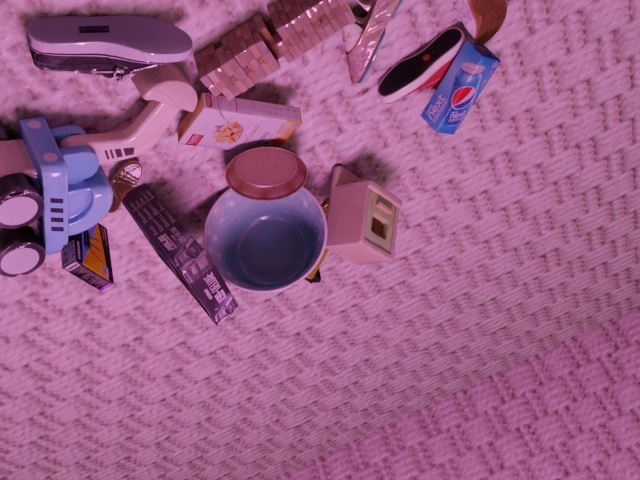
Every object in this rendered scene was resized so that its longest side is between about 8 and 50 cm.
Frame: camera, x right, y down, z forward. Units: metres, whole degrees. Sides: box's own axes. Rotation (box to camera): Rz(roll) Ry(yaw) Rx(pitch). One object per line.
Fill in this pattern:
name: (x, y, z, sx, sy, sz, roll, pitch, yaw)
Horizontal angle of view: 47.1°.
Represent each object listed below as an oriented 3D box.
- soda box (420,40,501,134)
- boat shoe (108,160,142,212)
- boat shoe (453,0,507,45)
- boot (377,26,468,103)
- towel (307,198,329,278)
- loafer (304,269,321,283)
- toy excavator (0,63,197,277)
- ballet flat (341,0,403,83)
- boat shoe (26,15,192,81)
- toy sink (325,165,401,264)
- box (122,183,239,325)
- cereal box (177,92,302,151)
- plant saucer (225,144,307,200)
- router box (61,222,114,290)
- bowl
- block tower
soda box: (0.325, -0.354, 1.716, 0.067, 0.071, 0.210, -1, 134, -38)
boat shoe: (-0.472, -0.134, 1.740, 0.056, 0.048, 0.153, 23, 118, -27)
boat shoe: (0.342, -0.528, 1.627, 0.098, 0.096, 0.277, -46, 158, 4)
boot: (0.267, -0.377, 1.773, 0.244, 0.088, 0.176, -34, 142, 9)
towel: (0.000, 0.000, 2.070, 0.102, 0.021, 0.237, 21, 104, -40)
loafer: (-0.077, 0.066, 2.142, 0.078, 0.080, 0.220, -27, 137, 22)
toy excavator: (-0.506, -0.173, 1.578, 0.445, 0.222, 0.433, -15, 143, -32)
ballet flat: (0.104, -0.487, 1.569, 0.106, 0.108, 0.316, 19, 123, -15)
boat shoe: (-0.407, -0.365, 1.439, 0.306, 0.113, 0.105, -5, 145, -16)
toy sink: (0.116, -0.073, 1.908, 0.131, 0.234, 0.152, -8, 155, 38)
box: (-0.338, 0.034, 1.782, 0.076, 0.307, 0.242, -38, 144, -13)
cereal box: (-0.186, -0.260, 1.673, 0.240, 0.047, 0.173, 2, 159, -29)
plant saucer: (-0.131, -0.169, 1.773, 0.198, 0.036, 0.199, -4, 146, -3)
router box: (-0.561, 0.017, 1.757, 0.046, 0.179, 0.133, -29, 142, 12)
bowl: (-0.134, 0.006, 1.896, 0.311, 0.312, 0.163, -19, 162, -4)
block tower: (-0.098, -0.424, 1.535, 0.335, 0.097, 0.091, -28, 142, 11)
